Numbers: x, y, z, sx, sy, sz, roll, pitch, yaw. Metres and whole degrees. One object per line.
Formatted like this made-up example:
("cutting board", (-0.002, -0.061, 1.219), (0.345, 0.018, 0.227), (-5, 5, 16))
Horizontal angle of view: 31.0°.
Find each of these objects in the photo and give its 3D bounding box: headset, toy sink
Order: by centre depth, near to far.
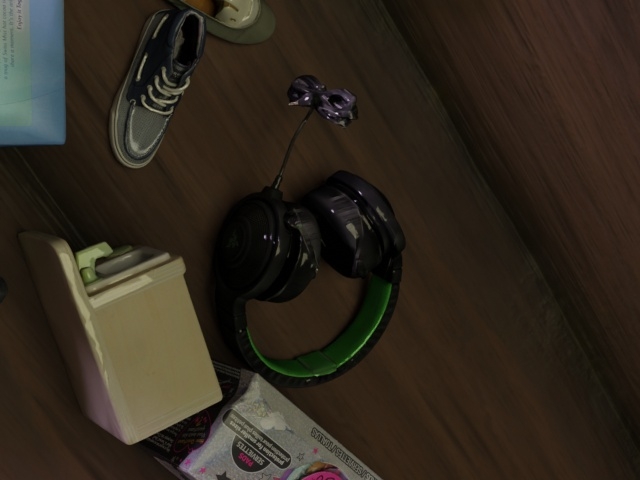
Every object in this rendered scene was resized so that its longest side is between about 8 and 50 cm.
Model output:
("toy sink", (-0.219, 0.081, 1.277), (0.131, 0.153, 0.234), (-25, 106, -26))
("headset", (0.000, 0.000, 1.377), (0.243, 0.185, 0.394), (-16, 115, -29))

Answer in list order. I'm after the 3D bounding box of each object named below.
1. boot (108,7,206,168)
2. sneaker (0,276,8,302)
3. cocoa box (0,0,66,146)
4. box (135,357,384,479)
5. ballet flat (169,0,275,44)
("boot", (-0.184, -0.174, 1.306), (0.069, 0.086, 0.190), (14, 88, -31))
("sneaker", (-0.475, 0.052, 1.126), (0.319, 0.112, 0.131), (14, 104, -27))
("cocoa box", (-0.384, -0.261, 1.096), (0.231, 0.228, 0.347), (-3, 97, -30))
("box", (-0.068, 0.270, 1.378), (0.247, 0.163, 0.142), (43, 72, -26))
("ballet flat", (-0.131, -0.287, 1.335), (0.213, 0.068, 0.072), (24, 82, -30))
